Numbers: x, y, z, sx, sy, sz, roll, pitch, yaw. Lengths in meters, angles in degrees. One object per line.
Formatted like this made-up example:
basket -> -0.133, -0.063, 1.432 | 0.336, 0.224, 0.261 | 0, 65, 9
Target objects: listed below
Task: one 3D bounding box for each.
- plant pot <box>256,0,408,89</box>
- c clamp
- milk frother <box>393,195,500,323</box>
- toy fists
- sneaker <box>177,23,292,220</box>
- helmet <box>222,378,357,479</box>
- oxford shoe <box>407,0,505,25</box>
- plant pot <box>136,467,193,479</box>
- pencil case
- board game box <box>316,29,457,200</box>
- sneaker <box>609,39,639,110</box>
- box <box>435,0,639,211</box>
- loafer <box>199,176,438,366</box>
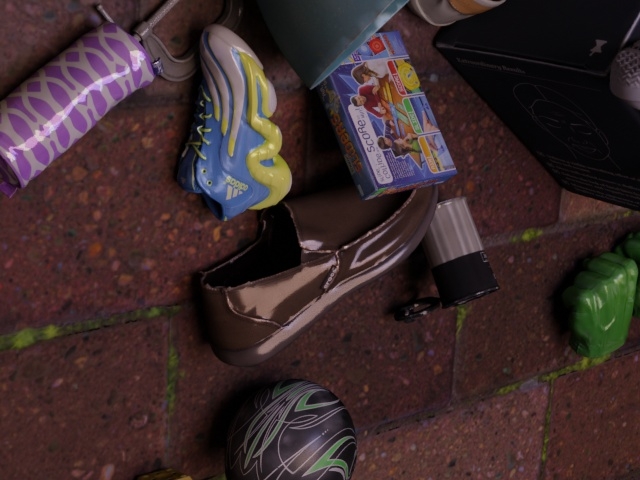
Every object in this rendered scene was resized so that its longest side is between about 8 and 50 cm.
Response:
plant pot -> 0.026, -0.336, 1.383 | 0.195, 0.290, 0.290 | 46, 71, -3
c clamp -> -0.155, -0.251, 1.397 | 0.161, 0.022, 0.137 | -45, 129, -20
milk frother -> 0.152, 0.030, 1.711 | 0.143, 0.129, 0.135 | -19, 81, -4
toy fists -> 0.486, 0.068, 2.003 | 0.279, 0.096, 0.142 | -25, 129, -34
sneaker -> -0.111, -0.120, 1.432 | 0.126, 0.091, 0.240 | -37, 127, -24
helmet -> -0.039, 0.257, 1.578 | 0.169, 0.169, 0.161 | -59, 148, -8
oxford shoe -> 0.228, -0.484, 1.572 | 0.169, 0.130, 0.450 | 12, 95, -40
plant pot -> -0.187, 0.325, 1.533 | 0.081, 0.081, 0.083 | -8, 100, -38
pencil case -> -0.265, -0.141, 1.306 | 0.206, 0.086, 0.088 | -41, 154, -21
board game box -> 0.073, -0.156, 1.540 | 0.136, 0.035, 0.201 | -13, 76, -37
sneaker -> 0.471, -0.132, 1.492 | 0.365, 0.137, 0.210 | -11, 109, -41
box -> 0.402, -0.218, 1.697 | 0.395, 0.293, 0.212 | 39, 78, -42
loafer -> 0.000, 0.000, 1.539 | 0.366, 0.133, 0.130 | -42, 128, -22
